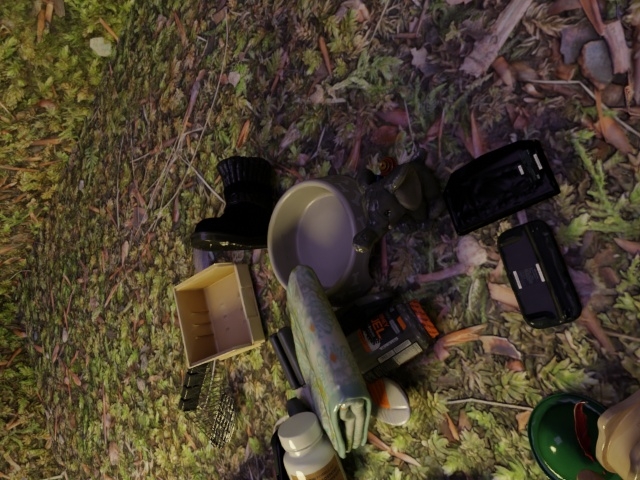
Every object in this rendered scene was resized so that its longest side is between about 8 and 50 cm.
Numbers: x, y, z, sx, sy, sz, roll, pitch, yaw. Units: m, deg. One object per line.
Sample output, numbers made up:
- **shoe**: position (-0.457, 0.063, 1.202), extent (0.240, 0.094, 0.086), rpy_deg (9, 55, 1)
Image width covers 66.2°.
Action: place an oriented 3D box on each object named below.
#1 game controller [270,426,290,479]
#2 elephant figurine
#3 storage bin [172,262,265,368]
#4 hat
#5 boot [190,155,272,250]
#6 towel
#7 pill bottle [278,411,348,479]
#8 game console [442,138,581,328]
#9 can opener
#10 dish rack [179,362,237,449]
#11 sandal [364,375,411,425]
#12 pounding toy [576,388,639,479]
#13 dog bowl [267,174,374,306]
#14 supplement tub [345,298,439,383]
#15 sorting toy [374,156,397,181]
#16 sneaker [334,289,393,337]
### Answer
- **game controller**: position (-0.068, 0.637, 1.268), extent (0.067, 0.166, 0.319), rpy_deg (-11, 81, 7)
- **elephant figurine**: position (0.151, -0.091, 1.033), extent (0.169, 0.239, 0.186), rpy_deg (-47, 60, 31)
- **storage bin**: position (-0.315, 0.230, 1.521), extent (0.260, 0.123, 0.262), rpy_deg (-28, 71, 38)
- **hat**: position (0.408, 0.358, 0.833), extent (0.173, 0.183, 0.209), rpy_deg (-16, 79, 40)
- **boot**: position (-0.234, -0.104, 1.318), extent (0.131, 0.348, 0.260), rpy_deg (-8, 87, 21)
- **towel**: position (0.009, 0.283, 1.103), extent (0.375, 0.090, 0.321), rpy_deg (88, 160, -51)
- **pill bottle**: position (-0.017, 0.548, 1.199), extent (0.131, 0.131, 0.229), rpy_deg (-12, 103, 41)
- **game console**: position (0.380, -0.005, 0.962), extent (0.213, 0.044, 0.362), rpy_deg (-28, 71, 40)
- **can opener**: position (-0.070, 0.375, 1.317), extent (0.076, 0.095, 0.284), rpy_deg (-38, 72, 34)
- **dish rack**: position (-0.354, 0.524, 1.587), extent (0.271, 0.074, 0.208), rpy_deg (27, 108, 37)
- **sandal**: position (0.142, 0.360, 1.151), extent (0.265, 0.076, 0.102), rpy_deg (-20, 77, 62)
- **pounding toy**: position (0.511, 0.321, 0.709), extent (0.269, 0.154, 0.155), rpy_deg (-35, 27, 3)
- **dog bowl**: position (0.000, 0.000, 1.260), extent (0.348, 0.102, 0.349), rpy_deg (-1, 88, 42)
- **supplement tub**: position (0.155, 0.216, 1.074), extent (0.190, 0.117, 0.117), rpy_deg (-35, 64, 6)
- **sorting toy**: position (0.150, -0.149, 1.167), extent (0.061, 0.042, 0.102), rpy_deg (2, 91, 42)
- **sneaker**: position (0.105, 0.205, 1.175), extent (0.227, 0.087, 0.130), rpy_deg (-39, 67, 38)
